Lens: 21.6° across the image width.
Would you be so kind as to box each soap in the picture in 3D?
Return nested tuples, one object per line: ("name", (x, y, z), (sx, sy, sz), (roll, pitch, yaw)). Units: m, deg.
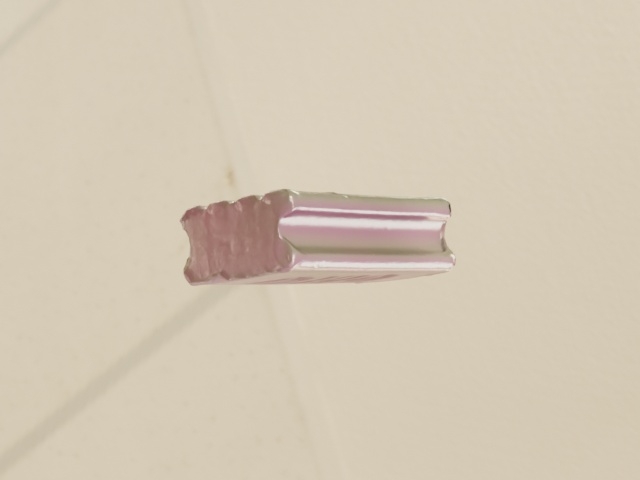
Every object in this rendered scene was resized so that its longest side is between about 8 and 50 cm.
("soap", (0.000, 0.000, 1.338), (0.122, 0.203, 0.065), (-9, -97, 43))
